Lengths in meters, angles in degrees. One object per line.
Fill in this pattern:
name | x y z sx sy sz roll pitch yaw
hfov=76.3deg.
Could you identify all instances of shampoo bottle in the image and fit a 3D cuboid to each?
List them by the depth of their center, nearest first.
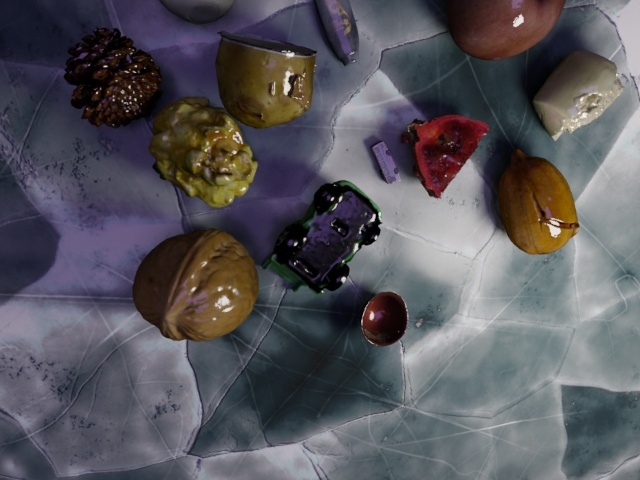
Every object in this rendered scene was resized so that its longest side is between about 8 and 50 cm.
shampoo bottle | 0.043 -0.584 1.071 0.087 0.049 0.234 -21 108 -1

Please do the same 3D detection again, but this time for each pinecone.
pinecone | -0.490 -0.386 0.966 0.221 0.221 0.222 -2 106 -8

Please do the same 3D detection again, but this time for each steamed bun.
steamed bun | 0.742 -0.409 1.171 0.200 0.170 0.225 34 99 -21

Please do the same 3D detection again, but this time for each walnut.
walnut | -0.318 0.117 1.060 0.332 0.333 0.333 -2 106 -8
walnut | 0.642 -0.115 1.224 0.208 0.209 0.336 -25 100 -2

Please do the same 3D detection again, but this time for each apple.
apple | 0.476 -0.613 1.026 0.305 0.235 0.306 -9 114 -21

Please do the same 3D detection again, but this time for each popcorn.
popcorn | -0.291 -0.224 1.036 0.286 0.252 0.215 49 48 -22

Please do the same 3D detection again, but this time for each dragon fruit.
dragon fruit | 0.326 -0.265 1.175 0.211 0.134 0.262 42 80 -5

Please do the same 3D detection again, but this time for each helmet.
helmet | 0.187 0.233 1.289 0.155 0.106 0.175 2 100 -12

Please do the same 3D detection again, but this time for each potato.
potato | -0.135 -0.385 0.993 0.246 0.300 0.196 14 120 -2

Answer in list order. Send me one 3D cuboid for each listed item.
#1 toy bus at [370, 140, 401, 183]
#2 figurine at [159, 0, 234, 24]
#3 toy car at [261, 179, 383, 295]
toy bus | 0.193 -0.228 1.200 0.052 0.037 0.131 -27 107 1
figurine | -0.274 -0.716 0.921 0.274 0.226 0.395 -10 93 7
toy car | 0.000 0.000 1.167 0.213 0.176 0.359 38 93 -17
